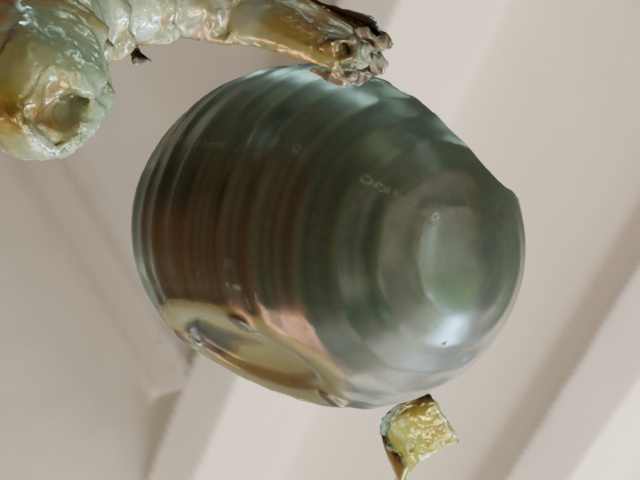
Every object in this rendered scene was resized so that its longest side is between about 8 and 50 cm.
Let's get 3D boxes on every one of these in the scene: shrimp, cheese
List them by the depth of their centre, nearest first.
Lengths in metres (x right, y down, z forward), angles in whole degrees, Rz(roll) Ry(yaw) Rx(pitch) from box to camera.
[{"bbox_3d":[-0.053,-0.066,0.740,0.161,0.166,0.049,-93,-164,-61],"label":"shrimp"},{"bbox_3d":[0.073,0.176,1.655,0.041,0.084,0.060,6,-41,36],"label":"cheese"}]

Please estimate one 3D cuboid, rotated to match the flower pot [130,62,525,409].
[{"bbox_3d":[0.000,0.000,1.078,0.189,0.157,0.243,45,-23,-30],"label":"flower pot"}]
